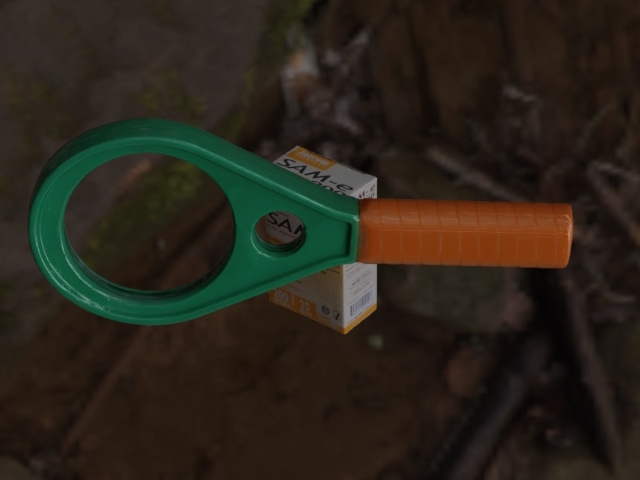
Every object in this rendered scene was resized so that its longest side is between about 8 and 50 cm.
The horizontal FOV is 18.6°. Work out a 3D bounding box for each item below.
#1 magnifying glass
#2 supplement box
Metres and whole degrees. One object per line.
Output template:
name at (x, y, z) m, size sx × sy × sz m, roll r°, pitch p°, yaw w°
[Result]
magnifying glass at (-0.008, -0.006, 0.834) m, size 0.026 × 0.231 × 0.092 m, roll -92°, pitch -175°, yaw -61°
supplement box at (0.000, 0.000, 1.181) m, size 0.036 × 0.062 × 0.098 m, roll -36°, pitch 137°, yaw -40°
